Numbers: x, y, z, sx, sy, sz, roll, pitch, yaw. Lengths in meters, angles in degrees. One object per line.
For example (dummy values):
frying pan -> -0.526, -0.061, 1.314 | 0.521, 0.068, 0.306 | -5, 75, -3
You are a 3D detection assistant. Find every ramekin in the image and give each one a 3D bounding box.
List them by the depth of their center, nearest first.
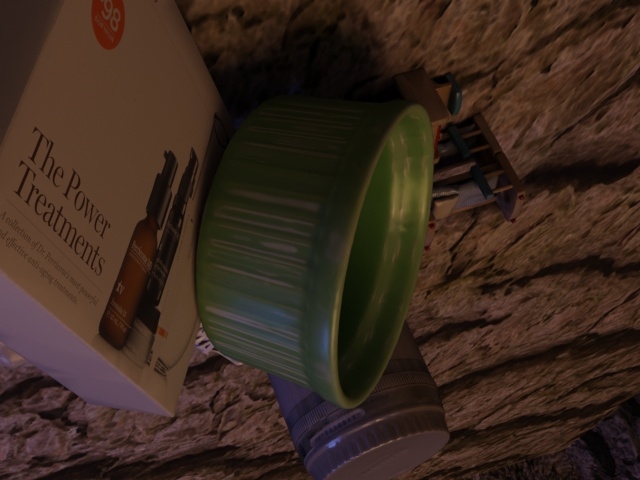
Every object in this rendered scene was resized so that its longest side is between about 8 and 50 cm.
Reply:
ramekin -> 0.000, 0.000, 0.913 | 0.148, 0.303, 0.303 | 13, 158, 18

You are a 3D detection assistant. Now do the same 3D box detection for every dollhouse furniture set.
dollhouse furniture set -> 0.160, -0.100, 1.066 | 0.129, 0.129, 0.184 | -18, 151, -11

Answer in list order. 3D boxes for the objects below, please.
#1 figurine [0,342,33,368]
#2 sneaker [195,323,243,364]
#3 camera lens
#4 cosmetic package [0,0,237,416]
figurine -> -0.377, 0.070, 0.896 | 0.214, 0.092, 0.209 | 1, 156, 27
sneaker -> -0.159, 0.093, 1.197 | 0.090, 0.095, 0.235 | -30, 150, 15
camera lens -> 0.042, 0.197, 1.334 | 0.219, 0.274, 0.219 | -18, 151, -10
cosmetic package -> -0.177, -0.048, 0.744 | 0.097, 0.284, 0.377 | 5, 156, 14
